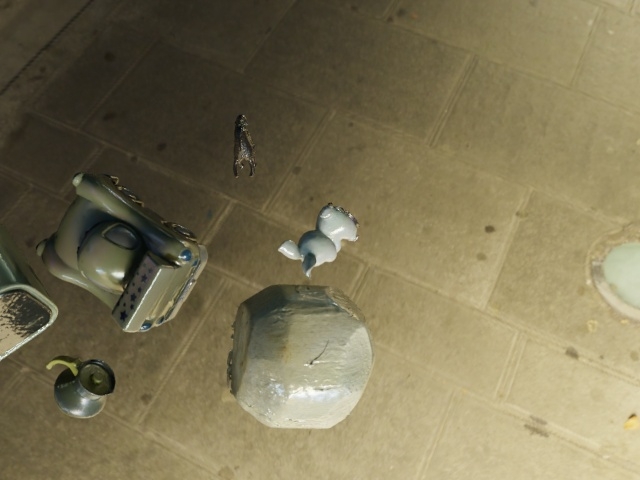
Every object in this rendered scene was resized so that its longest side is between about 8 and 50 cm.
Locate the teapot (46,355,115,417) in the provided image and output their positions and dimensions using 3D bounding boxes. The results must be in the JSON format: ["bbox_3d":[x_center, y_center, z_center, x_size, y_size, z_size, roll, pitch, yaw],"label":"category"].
[{"bbox_3d":[-0.563,0.333,1.478,0.166,0.119,0.130,47,26,-7],"label":"teapot"}]

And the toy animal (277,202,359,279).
[{"bbox_3d":[0.001,0.002,1.001,0.071,0.085,0.124,36,79,19],"label":"toy animal"}]

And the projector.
[{"bbox_3d":[-0.748,0.105,1.338,0.248,0.249,0.249,-36,70,-14],"label":"projector"}]

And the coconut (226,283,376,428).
[{"bbox_3d":[-0.032,0.276,1.520,0.360,0.346,0.347,7,60,-19],"label":"coconut"}]

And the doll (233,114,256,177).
[{"bbox_3d":[-0.201,-0.250,1.651,0.057,0.165,0.139,-1,23,0],"label":"doll"}]

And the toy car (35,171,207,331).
[{"bbox_3d":[-0.443,0.028,1.352,0.336,0.226,0.242,34,101,9],"label":"toy car"}]
